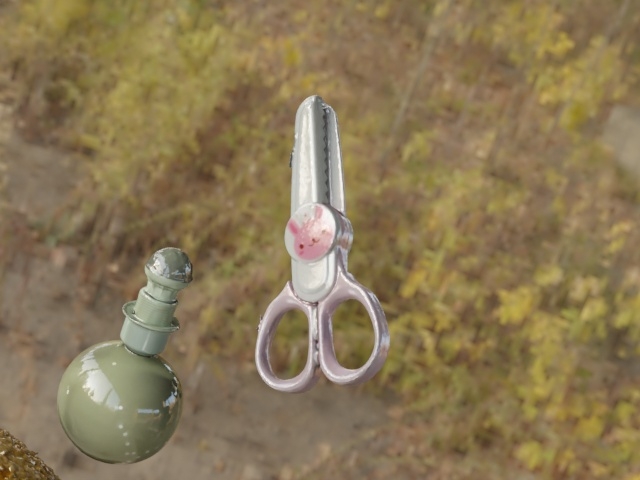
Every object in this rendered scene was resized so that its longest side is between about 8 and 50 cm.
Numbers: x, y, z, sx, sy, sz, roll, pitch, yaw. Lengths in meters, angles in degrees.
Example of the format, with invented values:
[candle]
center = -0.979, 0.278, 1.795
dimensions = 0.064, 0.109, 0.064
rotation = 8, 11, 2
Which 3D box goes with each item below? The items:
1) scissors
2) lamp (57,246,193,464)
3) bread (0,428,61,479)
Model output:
[scissors]
center = 0.000, 0.000, 1.318
dimensions = 0.118, 0.242, 0.030
rotation = -10, -19, 32
[lamp]
center = -0.128, 0.079, 1.176
dimensions = 0.091, 0.163, 0.091
rotation = 21, 17, -7
[bread]
center = -0.305, 0.280, 1.533
dimensions = 0.314, 0.171, 0.192
rotation = 50, -14, -17
